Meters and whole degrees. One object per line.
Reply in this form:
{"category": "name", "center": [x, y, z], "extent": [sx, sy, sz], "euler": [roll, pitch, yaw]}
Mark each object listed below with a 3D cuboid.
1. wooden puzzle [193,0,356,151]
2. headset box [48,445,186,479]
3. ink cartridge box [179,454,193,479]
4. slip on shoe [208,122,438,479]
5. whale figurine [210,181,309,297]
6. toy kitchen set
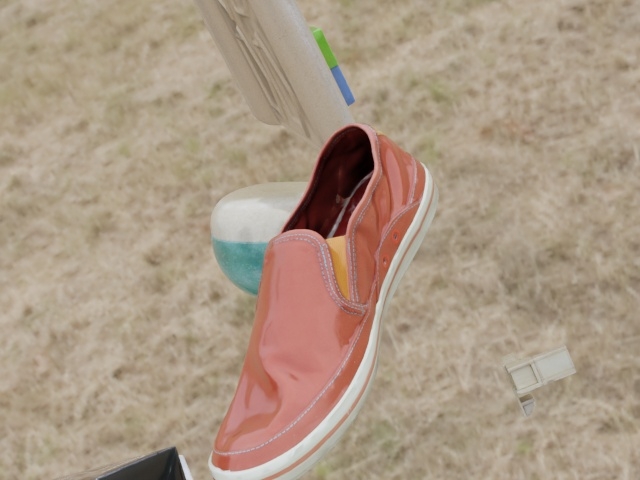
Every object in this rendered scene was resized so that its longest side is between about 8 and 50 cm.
{"category": "wooden puzzle", "center": [-0.067, -0.268, 1.278], "extent": [0.080, 0.322, 0.348], "euler": [-32, 19, -9]}
{"category": "headset box", "center": [-0.242, 0.344, 1.060], "extent": [0.293, 0.218, 0.110], "euler": [-22, -6, 36]}
{"category": "ink cartridge box", "center": [-0.249, 0.483, 1.770], "extent": [0.181, 0.225, 0.056], "euler": [-25, -7, 12]}
{"category": "slip on shoe", "center": [-0.007, 0.042, 0.815], "extent": [0.123, 0.101, 0.331], "euler": [-12, 41, 43]}
{"category": "whale figurine", "center": [0.000, 0.000, 1.350], "extent": [0.271, 0.141, 0.216], "euler": [-5, 11, -11]}
{"category": "toy kitchen set", "center": [0.263, 0.164, 1.279], "extent": [0.075, 0.068, 0.083], "euler": [-23, 2, 5]}
